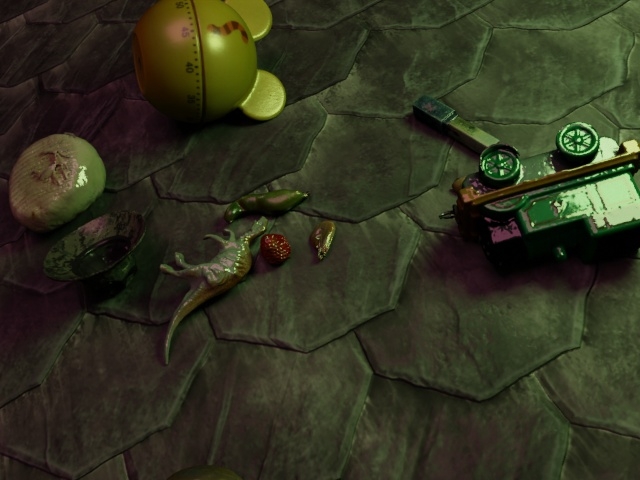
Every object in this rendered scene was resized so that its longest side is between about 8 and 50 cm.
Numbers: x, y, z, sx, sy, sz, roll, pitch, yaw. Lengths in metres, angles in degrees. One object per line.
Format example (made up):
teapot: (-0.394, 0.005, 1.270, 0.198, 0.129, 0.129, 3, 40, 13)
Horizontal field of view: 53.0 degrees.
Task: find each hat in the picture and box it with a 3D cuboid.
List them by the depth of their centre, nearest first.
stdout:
hat: (-0.501, 0.051, 1.497, 0.266, 0.128, 0.265, -10, 36, 7)

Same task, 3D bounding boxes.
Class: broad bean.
broad bean: (-0.129, -0.089, 1.535, 0.214, 0.048, 0.070, -16, 50, 7)

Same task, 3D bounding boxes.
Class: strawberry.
strawberry: (-0.103, 0.014, 1.428, 0.074, 0.083, 0.073, -5, 60, 9)

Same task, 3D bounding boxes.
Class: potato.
potato: (0.338, -0.122, 1.419, 0.093, 0.037, 0.036, -10, 56, 10)

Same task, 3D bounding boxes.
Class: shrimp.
shrimp: (0.000, 0.000, 1.443, 0.059, 0.023, 0.108, 0, 53, 30)

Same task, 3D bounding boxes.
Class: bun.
bun: (-0.685, -0.147, 1.690, 0.273, 0.168, 0.272, -8, 63, 17)

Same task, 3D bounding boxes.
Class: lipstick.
lipstick: (0.343, -0.253, 1.510, 0.051, 0.051, 0.312, -38, 52, -15)

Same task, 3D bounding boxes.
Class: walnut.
walnut: (-0.200, 0.452, 1.084, 0.162, 0.140, 0.140, -12, 50, 21)

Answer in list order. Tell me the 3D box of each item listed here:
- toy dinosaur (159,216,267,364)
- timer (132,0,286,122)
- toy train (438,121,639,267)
toy dinosaur: (-0.266, 0.084, 1.426, 0.206, 0.092, 0.392, 10, 54, 19)
timer: (-0.299, -0.489, 1.742, 0.387, 0.376, 0.376, -9, 47, -19)
toy train: (0.455, -0.066, 1.259, 0.430, 0.178, 0.249, -16, 61, 5)
